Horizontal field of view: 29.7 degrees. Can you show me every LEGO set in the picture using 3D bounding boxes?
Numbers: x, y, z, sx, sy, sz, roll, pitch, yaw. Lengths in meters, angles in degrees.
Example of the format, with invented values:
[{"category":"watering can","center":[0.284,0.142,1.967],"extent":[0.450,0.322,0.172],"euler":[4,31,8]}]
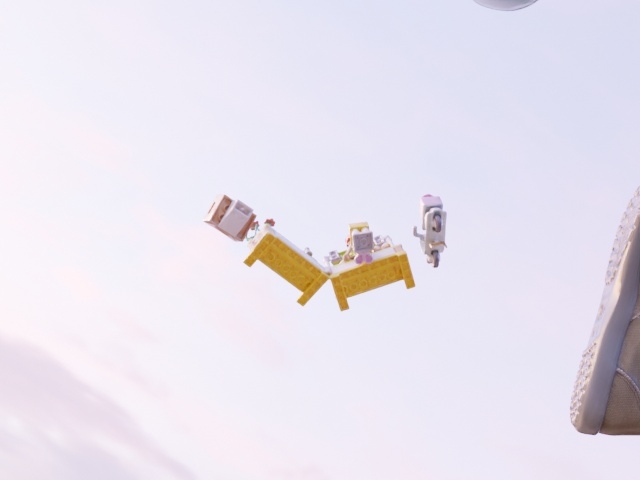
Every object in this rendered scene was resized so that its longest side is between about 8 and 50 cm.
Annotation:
[{"category":"LEGO set","center":[0.000,0.000,1.405],"extent":[0.287,0.132,0.107],"euler":[2,23,-12]}]

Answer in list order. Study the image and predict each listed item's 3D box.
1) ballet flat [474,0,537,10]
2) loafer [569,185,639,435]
[{"category":"ballet flat","center":[0.301,-0.448,1.846],"extent":[0.139,0.139,0.400],"euler":[24,2,4]},{"category":"loafer","center":[0.272,0.042,0.960],"extent":[0.087,0.251,0.094],"euler":[18,-5,6]}]
